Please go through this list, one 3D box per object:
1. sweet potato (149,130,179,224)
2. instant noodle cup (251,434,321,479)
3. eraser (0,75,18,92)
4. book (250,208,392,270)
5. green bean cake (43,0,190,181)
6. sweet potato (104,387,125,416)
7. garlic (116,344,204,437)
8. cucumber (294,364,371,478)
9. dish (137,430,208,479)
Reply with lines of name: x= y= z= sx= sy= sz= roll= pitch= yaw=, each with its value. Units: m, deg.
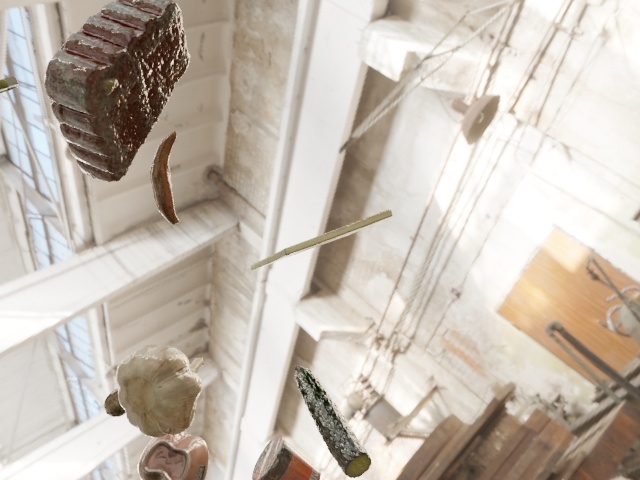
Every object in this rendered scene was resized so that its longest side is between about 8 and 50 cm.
sweet potato: x=-0.426 y=-0.169 z=1.528 sx=0.058 sy=0.078 sz=0.256 roll=24 pitch=-117 yaw=-81
instant noodle cup: x=-0.077 y=0.559 z=1.356 sx=0.127 sy=0.135 sz=0.127 roll=-51 pitch=10 yaw=12
eraser: x=-0.563 y=-0.259 z=0.961 sx=0.083 sy=0.038 sz=0.019 roll=-31 pitch=-72 yaw=-27
book: x=0.000 y=0.000 z=1.307 sx=0.295 sy=0.020 sz=0.208 roll=-20 pitch=-2 yaw=-30
green bean cake: x=-0.283 y=-0.228 z=0.808 sx=0.199 sy=0.097 sz=0.233 roll=96 pitch=-161 yaw=-60
sweet potato: x=-0.495 y=0.410 z=1.488 sx=0.233 sy=0.081 sz=0.062 roll=-26 pitch=-11 yaw=34
garlic: x=-0.350 y=0.339 z=1.327 sx=0.219 sy=0.218 sz=0.212 roll=-60 pitch=-19 yaw=20
cucumber: x=0.013 y=0.373 z=1.204 sx=0.067 sy=0.293 sz=0.068 roll=-14 pitch=-55 yaw=-21
dish: x=-0.434 y=0.647 z=1.631 sx=0.213 sy=0.213 sz=0.090 roll=-44 pitch=-20 yaw=-15
